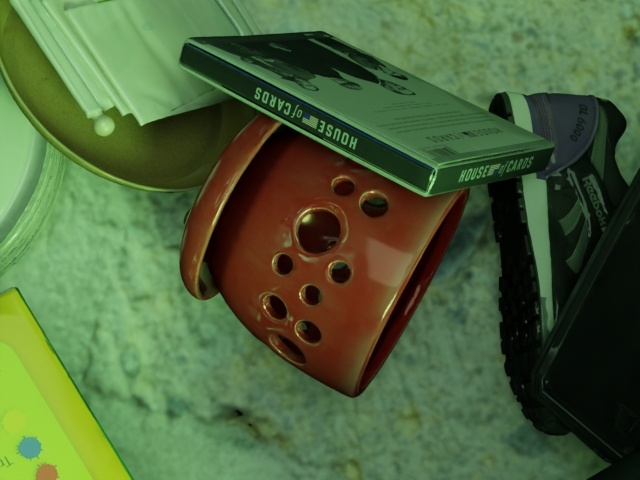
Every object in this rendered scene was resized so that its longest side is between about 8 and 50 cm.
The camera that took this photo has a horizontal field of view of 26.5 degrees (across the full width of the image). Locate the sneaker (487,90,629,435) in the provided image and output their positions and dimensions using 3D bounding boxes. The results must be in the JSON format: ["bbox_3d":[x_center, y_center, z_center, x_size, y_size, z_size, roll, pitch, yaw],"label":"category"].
[{"bbox_3d":[0.212,0.013,1.098,0.124,0.107,0.283,-1,80,-8],"label":"sneaker"}]

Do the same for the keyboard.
[{"bbox_3d":[0.295,0.036,1.089,0.201,0.033,0.317,40,72,-23],"label":"keyboard"}]

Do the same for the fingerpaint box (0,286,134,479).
[{"bbox_3d":[-0.305,0.305,0.923,0.445,0.163,0.371,-32,89,-13],"label":"fingerpaint box"}]

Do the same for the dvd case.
[{"bbox_3d":[0.037,-0.103,1.037,0.239,0.179,0.029,31,115,29],"label":"dvd case"}]

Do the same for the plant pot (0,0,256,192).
[{"bbox_3d":[-0.158,-0.135,1.083,0.236,0.032,0.236,22,50,-29],"label":"plant pot"}]

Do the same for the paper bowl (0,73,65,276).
[{"bbox_3d":[-0.351,-0.086,1.065,0.284,0.148,0.284,0,81,-2],"label":"paper bowl"}]

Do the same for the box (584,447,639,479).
[{"bbox_3d":[0.340,0.350,0.874,0.480,0.297,0.471,-34,83,13],"label":"box"}]

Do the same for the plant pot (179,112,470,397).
[{"bbox_3d":[0.000,0.000,1.050,0.174,0.191,0.191,29,80,12],"label":"plant pot"}]

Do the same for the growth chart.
[{"bbox_3d":[-0.131,-0.165,1.086,0.237,0.021,0.172,-17,74,-45],"label":"growth chart"}]
